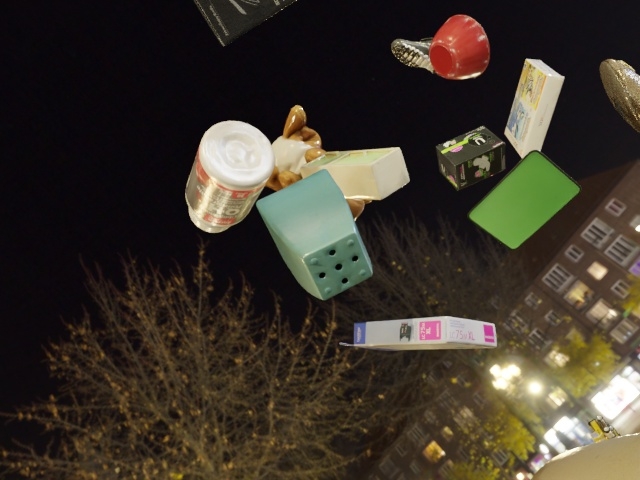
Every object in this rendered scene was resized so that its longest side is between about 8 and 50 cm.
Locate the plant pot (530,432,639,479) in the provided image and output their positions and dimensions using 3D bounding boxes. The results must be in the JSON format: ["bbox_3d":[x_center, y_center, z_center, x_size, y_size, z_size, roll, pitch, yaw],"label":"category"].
[{"bbox_3d":[0.331,0.263,0.428,0.256,0.256,0.274,-30,-31,-22],"label":"plant pot"}]

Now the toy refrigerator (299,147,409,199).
[{"bbox_3d":[0.074,-0.164,1.255,0.102,0.269,0.094,-33,-67,-29],"label":"toy refrigerator"}]

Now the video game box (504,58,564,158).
[{"bbox_3d":[0.529,-0.330,1.307,0.048,0.187,0.205,6,-60,-1],"label":"video game box"}]

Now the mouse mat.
[{"bbox_3d":[0.413,-0.077,1.060,0.152,0.007,0.190,32,-63,-20],"label":"mouse mat"}]

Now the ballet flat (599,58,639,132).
[{"bbox_3d":[0.559,-0.214,0.878,0.058,0.250,0.084,-31,-24,15],"label":"ballet flat"}]

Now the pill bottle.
[{"bbox_3d":[-0.241,-0.141,1.308,0.176,0.176,0.318,-23,-12,-30],"label":"pill bottle"}]

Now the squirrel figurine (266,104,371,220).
[{"bbox_3d":[-0.005,-0.179,1.757,0.281,0.370,0.397,-50,-16,-8],"label":"squirrel figurine"}]

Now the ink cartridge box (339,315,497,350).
[{"bbox_3d":[0.213,0.217,1.190,0.185,0.065,0.311,14,-21,-39],"label":"ink cartridge box"}]

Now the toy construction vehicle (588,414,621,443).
[{"bbox_3d":[0.462,0.328,0.826,0.035,0.098,0.086,-38,-69,19],"label":"toy construction vehicle"}]

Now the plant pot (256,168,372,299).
[{"bbox_3d":[0.000,0.000,1.018,0.165,0.234,0.166,-26,-59,-4],"label":"plant pot"}]

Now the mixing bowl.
[{"bbox_3d":[0.373,-0.527,1.472,0.098,0.181,0.181,-33,-32,-21],"label":"mixing bowl"}]

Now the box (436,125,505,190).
[{"bbox_3d":[0.228,-0.126,0.794,0.083,0.062,0.052,-24,-47,-4],"label":"box"}]

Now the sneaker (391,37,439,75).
[{"bbox_3d":[0.342,-0.631,1.734,0.234,0.106,0.078,15,-19,-16],"label":"sneaker"}]

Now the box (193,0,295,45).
[{"bbox_3d":[-0.156,-0.515,1.037,0.207,0.108,0.153,-30,-56,2],"label":"box"}]
